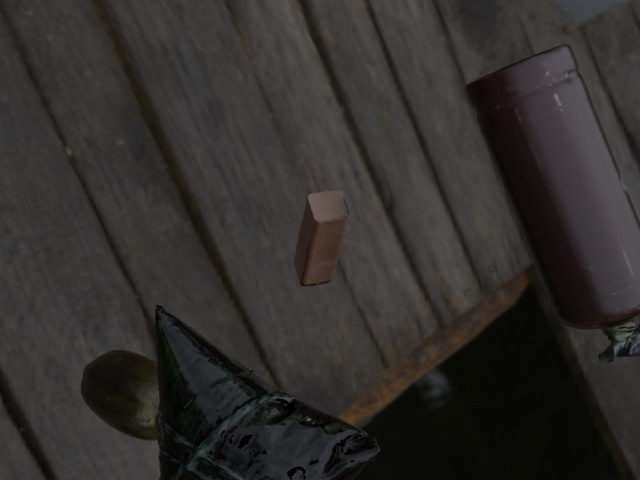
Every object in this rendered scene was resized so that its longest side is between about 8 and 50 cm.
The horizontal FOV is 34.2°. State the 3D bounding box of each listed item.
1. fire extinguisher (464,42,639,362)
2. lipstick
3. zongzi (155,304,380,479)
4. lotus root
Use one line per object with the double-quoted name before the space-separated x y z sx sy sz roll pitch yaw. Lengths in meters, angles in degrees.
"fire extinguisher" 0.265 -0.023 1.054 0.135 0.114 0.337 -24 94 -42
"lipstick" 0.000 0.000 1.250 0.045 0.145 0.045 -8 59 -14
"zongzi" -0.143 0.283 1.418 0.362 0.383 0.319 42 33 18
"lotus root" -0.306 0.249 1.692 0.123 0.241 0.124 38 74 -35
